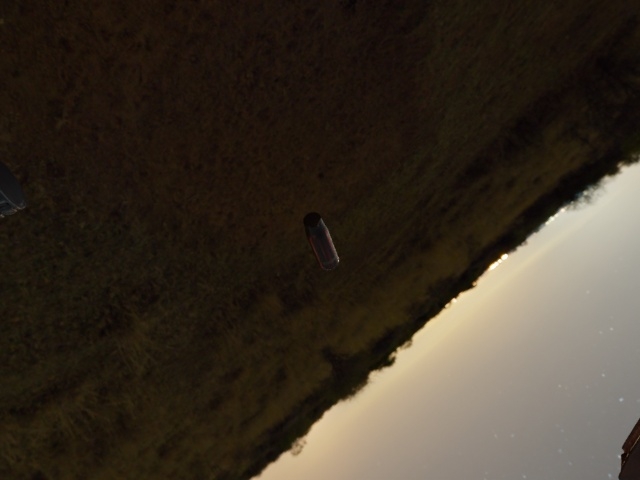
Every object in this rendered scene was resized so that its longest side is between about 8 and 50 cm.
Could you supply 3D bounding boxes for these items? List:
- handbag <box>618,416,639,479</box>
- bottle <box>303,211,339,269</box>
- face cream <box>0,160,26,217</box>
[{"bbox_3d":[0.521,0.307,0.576,0.059,0.213,0.157,-45,142,-40],"label":"handbag"},{"bbox_3d":[0.000,0.000,1.092,0.060,0.060,0.164,-37,138,-14],"label":"bottle"},{"bbox_3d":[-0.408,0.008,0.375,0.292,0.070,0.144,-25,159,-9],"label":"face cream"}]
